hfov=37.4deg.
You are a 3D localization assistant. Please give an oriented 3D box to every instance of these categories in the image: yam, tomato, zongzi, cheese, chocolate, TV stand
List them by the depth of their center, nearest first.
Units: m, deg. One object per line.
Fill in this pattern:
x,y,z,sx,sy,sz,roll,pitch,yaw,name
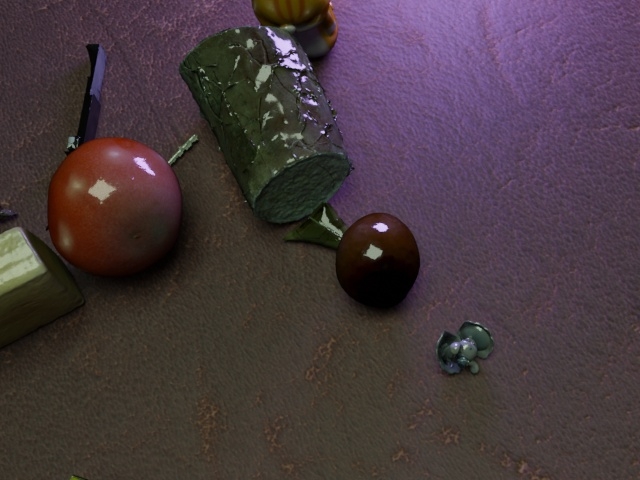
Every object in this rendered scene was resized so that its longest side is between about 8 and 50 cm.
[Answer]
0.098,0.027,1.683,0.177,0.177,0.177,-3,67,6,chocolate
-0.591,0.102,1.692,0.265,0.242,0.124,-28,76,-5,cheese
-0.372,-0.057,1.722,0.256,0.256,0.224,-38,43,-10,tomato
0.000,0.000,1.771,0.113,0.052,0.104,-40,73,5,zongzi
-0.098,-0.225,1.781,0.241,0.241,0.348,-24,68,-3,yam
-0.481,-0.285,1.950,0.040,0.049,0.256,1,67,9,TV stand

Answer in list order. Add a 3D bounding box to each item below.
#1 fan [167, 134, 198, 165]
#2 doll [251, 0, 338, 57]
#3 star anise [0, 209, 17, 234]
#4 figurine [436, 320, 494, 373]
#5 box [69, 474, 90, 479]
-0.354,-0.090,1.871,0.191,0.009,0.329,36,77,18,fan
-0.051,-0.457,1.867,0.167,0.269,0.162,-14,81,0,doll
-0.676,-0.038,1.873,0.141,0.042,0.141,-3,67,8,star anise
0.247,0.192,1.639,0.082,0.094,0.086,-6,26,45,figurine
-0.405,0.507,1.550,0.064,0.141,0.220,18,71,15,box
